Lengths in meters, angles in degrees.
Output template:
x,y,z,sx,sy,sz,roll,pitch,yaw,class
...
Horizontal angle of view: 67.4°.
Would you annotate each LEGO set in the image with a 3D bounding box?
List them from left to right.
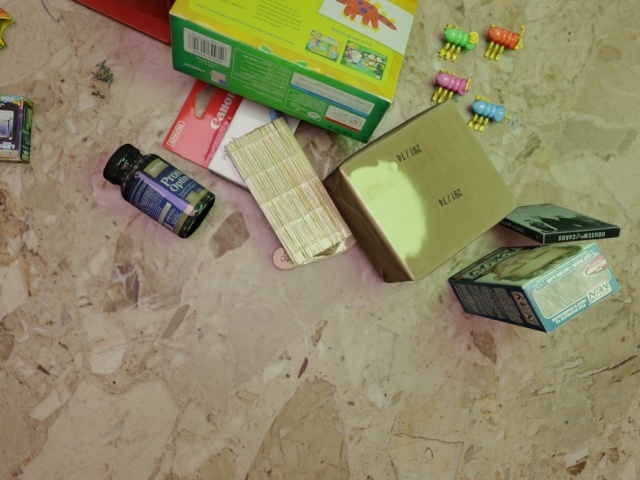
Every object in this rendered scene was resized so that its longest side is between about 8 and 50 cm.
x,y,z,sx,sy,sz,roll,pitch,yaw,class
-0.496,-0.367,1.092,0.054,0.023,0.083,33,97,-3,LEGO set

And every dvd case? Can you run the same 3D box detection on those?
x,y,z,sx,sy,sz,roll,pitch,yaw,class
0.526,-0.043,1.112,0.179,0.239,0.030,-5,106,-8,dvd case

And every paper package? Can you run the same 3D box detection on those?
x,y,z,sx,sy,sz,roll,pitch,yaw,class
0.220,-0.107,1.089,0.324,0.168,0.310,-34,92,-14,paper package

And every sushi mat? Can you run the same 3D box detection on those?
x,y,z,sx,sy,sz,roll,pitch,yaw,class
-0.071,-0.112,1.067,0.151,0.019,0.317,-31,89,-7,sushi mat

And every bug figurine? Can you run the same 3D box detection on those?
x,y,z,sx,sy,sz,roll,pitch,yaw,class
0.391,-0.425,1.188,0.216,0.072,0.279,13,87,-7,bug figurine

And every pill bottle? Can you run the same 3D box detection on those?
x,y,z,sx,sy,sz,roll,pitch,yaw,class
-0.352,-0.110,1.049,0.219,0.123,0.123,35,84,-6,pill bottle

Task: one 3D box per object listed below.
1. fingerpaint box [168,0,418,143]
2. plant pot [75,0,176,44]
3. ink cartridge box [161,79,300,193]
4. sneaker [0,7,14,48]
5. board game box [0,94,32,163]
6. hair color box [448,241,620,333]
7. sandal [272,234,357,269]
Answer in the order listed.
x,y,z,sx,sy,sz,roll,pitch,yaw,class
-0.040,-0.465,1.033,0.444,0.163,0.371,19,65,-7,fingerpaint box
-0.391,-0.635,1.008,0.267,0.267,0.236,24,71,-6,plant pot
-0.186,-0.289,1.107,0.261,0.066,0.297,26,84,-7,ink cartridge box
-0.733,-0.428,1.040,0.067,0.064,0.175,30,87,-16,sneaker
-0.726,-0.245,1.040,0.170,0.048,0.141,3,90,-8,board game box
0.434,0.091,1.036,0.173,0.347,0.105,-29,92,-8,hair color box
0.003,0.006,1.115,0.239,0.079,0.088,-24,91,-8,sandal
